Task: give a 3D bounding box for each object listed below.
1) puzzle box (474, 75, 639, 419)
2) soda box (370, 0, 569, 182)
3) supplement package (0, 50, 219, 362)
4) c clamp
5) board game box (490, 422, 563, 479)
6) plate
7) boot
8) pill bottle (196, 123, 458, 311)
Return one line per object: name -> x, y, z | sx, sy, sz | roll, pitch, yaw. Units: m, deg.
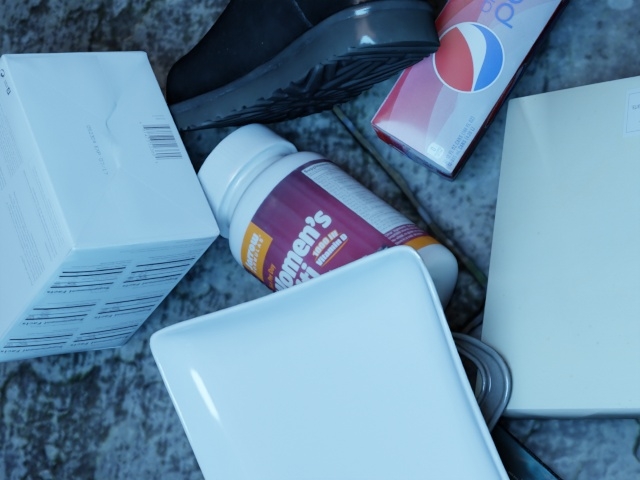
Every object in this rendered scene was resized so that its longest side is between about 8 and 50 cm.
puzzle box -> 0.294, 0.001, 1.389 | 0.409, 0.052, 0.272 | -5, 71, 48
soda box -> 0.147, -0.183, 1.559 | 0.083, 0.092, 0.263 | 32, 89, 7
supplement package -> -0.222, -0.028, 1.596 | 0.203, 0.149, 0.194 | -46, 59, 45
c clamp -> 0.078, 0.138, 1.499 | 0.137, 0.022, 0.161 | 42, 104, 30
board game box -> 0.104, 0.196, 1.518 | 0.186, 0.026, 0.126 | 42, 94, 26
plate -> 0.022, 0.163, 1.480 | 0.278, 0.045, 0.277 | -20, 93, 33
boot -> -0.035, -0.243, 1.562 | 0.348, 0.131, 0.260 | -21, 79, 48
pill bottle -> 0.000, 0.000, 1.561 | 0.221, 0.121, 0.121 | 38, 91, 26
